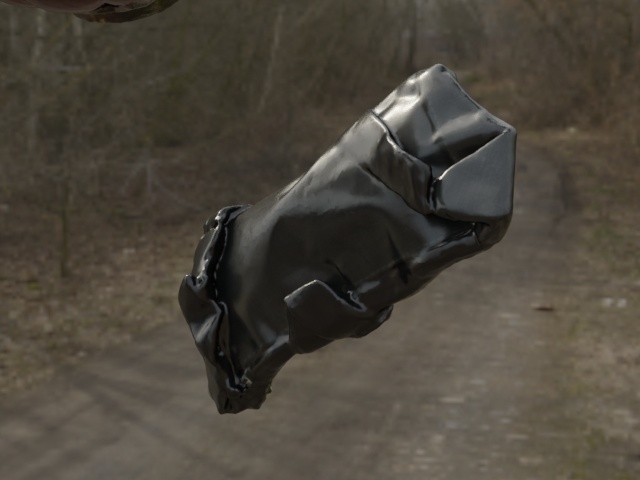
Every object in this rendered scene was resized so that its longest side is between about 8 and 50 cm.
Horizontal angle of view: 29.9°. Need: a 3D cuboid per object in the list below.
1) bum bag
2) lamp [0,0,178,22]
[{"bbox_3d":[0.000,0.000,0.492,0.049,0.087,0.198,16,-38,-38],"label":"bum bag"},{"bbox_3d":[-0.184,-0.311,0.956,0.303,0.257,0.303,-9,37,7],"label":"lamp"}]
